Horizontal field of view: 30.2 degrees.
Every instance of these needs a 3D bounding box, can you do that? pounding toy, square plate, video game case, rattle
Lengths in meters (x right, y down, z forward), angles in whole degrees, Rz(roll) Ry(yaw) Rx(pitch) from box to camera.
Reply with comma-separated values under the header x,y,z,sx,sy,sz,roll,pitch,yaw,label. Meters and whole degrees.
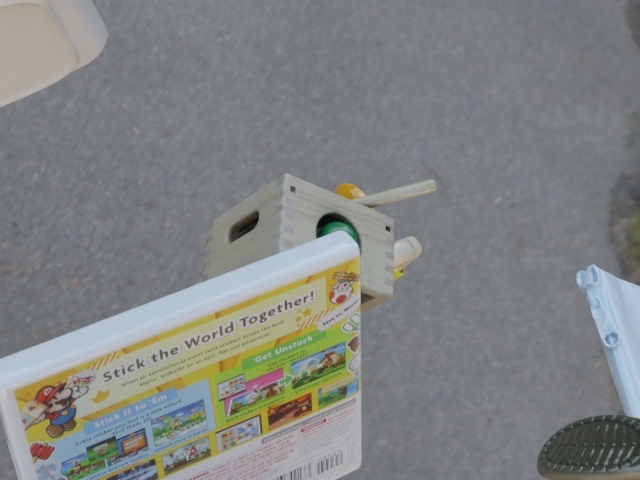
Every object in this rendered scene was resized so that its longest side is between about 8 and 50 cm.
x,y,z,sx,sy,sz,roll,pitch,yaw,label
0.000,0.000,0.945,0.130,0.141,0.100,21,57,-31,pounding toy
-0.374,-0.162,1.118,0.347,0.344,0.049,-24,85,-6,square plate
-0.076,0.113,0.738,0.227,0.206,0.026,-21,43,-21,video game case
0.015,0.018,1.388,0.199,0.130,0.143,-25,95,-38,rattle

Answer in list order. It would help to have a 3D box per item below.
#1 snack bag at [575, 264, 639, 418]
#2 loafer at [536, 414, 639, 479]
x,y,z,sx,sy,sz,roll,pitch,yaw,label
0.335,0.196,0.895,0.342,0.037,0.323,18,50,-38,snack bag
0.201,0.138,0.715,0.056,0.148,0.050,-52,123,-43,loafer
